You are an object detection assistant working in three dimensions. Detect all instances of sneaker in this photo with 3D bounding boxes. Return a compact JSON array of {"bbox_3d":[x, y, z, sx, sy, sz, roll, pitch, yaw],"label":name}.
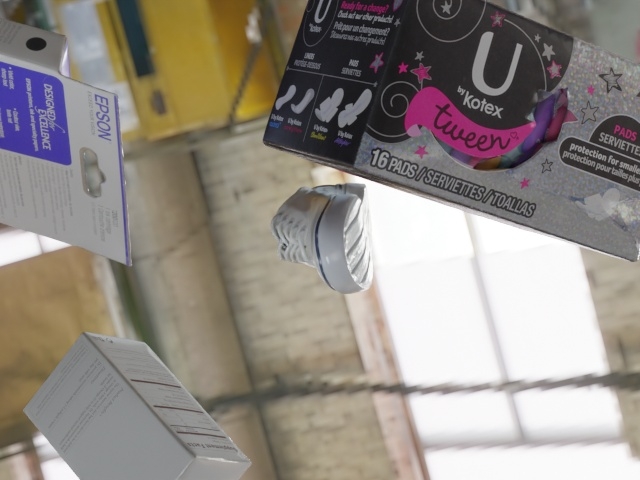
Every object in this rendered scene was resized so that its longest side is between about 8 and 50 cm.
[{"bbox_3d":[0.000,0.000,1.588,0.091,0.094,0.258,-8,-173,5],"label":"sneaker"}]

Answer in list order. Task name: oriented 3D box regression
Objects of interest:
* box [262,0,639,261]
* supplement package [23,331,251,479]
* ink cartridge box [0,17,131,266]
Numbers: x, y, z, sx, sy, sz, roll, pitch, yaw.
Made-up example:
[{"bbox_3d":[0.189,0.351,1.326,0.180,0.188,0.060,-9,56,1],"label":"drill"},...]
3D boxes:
[{"bbox_3d":[0.114,-0.093,1.206,0.247,0.142,0.163,16,-178,-27],"label":"box"},{"bbox_3d":[-0.174,0.186,1.590,0.105,0.179,0.105,-51,152,12],"label":"supplement package"},{"bbox_3d":[-0.233,-0.083,1.251,0.208,0.206,0.045,18,-126,9],"label":"ink cartridge box"}]
